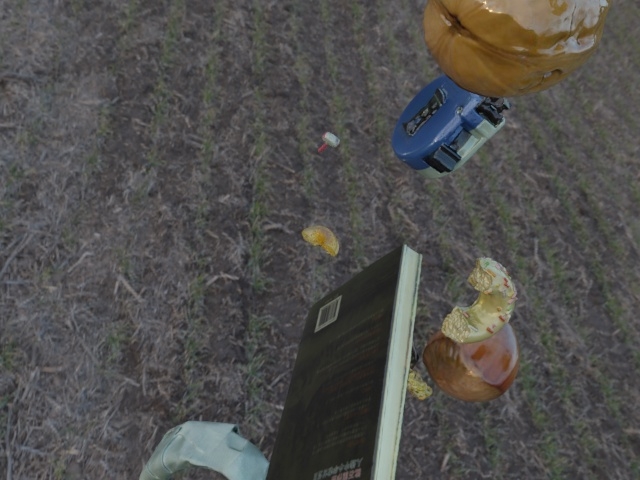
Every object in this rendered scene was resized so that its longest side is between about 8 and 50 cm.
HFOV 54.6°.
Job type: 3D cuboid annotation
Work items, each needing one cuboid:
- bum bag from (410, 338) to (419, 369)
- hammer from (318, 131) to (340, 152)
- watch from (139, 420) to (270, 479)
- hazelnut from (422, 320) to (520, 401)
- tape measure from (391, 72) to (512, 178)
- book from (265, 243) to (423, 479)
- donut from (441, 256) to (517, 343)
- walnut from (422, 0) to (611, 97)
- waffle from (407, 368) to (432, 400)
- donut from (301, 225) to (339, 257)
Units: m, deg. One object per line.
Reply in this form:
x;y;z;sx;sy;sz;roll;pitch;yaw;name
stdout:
0.172;0.304;1.458;0.069;0.247;0.102;-23;51;-34;bum bag
0.017;-0.280;1.811;0.053;0.083;0.031;34;50;-13;hammer
-0.202;0.422;1.052;0.254;0.241;0.161;-9;29;18;watch
0.325;0.244;1.310;0.176;0.214;0.214;53;42;-13;hazelnut
0.231;-0.266;1.247;0.098;0.215;0.351;33;24;-23;tape measure
0.015;0.125;0.529;0.024;0.160;0.228;32;47;-21;book
0.298;0.116;1.110;0.108;0.165;0.065;12;21;-24;donut
0.232;-0.264;0.723;0.222;0.195;0.195;-9;56;-29;walnut
0.131;0.220;1.167;0.046;0.160;0.192;-41;43;-8;waffle
0.000;0.000;1.251;0.067;0.037;0.083;-17;45;2;donut
